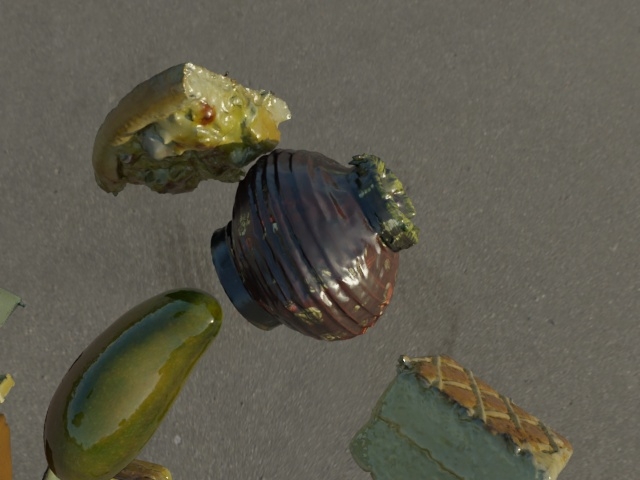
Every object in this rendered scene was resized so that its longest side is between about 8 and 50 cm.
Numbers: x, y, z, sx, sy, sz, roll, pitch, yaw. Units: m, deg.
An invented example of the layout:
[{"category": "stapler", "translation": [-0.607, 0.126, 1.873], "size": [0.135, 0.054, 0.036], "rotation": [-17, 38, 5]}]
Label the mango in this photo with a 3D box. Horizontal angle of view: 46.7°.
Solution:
[{"category": "mango", "translation": [-0.225, 0.165, 0.877], "size": [0.129, 0.146, 0.289], "rotation": [40, 91, -5]}]

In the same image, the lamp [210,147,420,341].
[{"category": "lamp", "translation": [0.000, 0.000, 0.871], "size": [0.247, 0.247, 0.246], "rotation": [3, 64, -6]}]

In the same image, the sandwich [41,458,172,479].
[{"category": "sandwich", "translation": [-0.374, 0.445, 1.253], "size": [0.215, 0.065, 0.186], "rotation": [20, 105, -15]}]

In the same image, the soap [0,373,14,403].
[{"category": "soap", "translation": [-0.812, 0.348, 1.628], "size": [0.252, 0.092, 0.037], "rotation": [-12, 108, -2]}]

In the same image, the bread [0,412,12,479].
[{"category": "bread", "translation": [-0.678, 0.514, 1.460], "size": [0.077, 0.361, 0.138], "rotation": [10, 19, 22]}]

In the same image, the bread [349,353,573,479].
[{"category": "bread", "translation": [0.292, 0.437, 1.543], "size": [0.371, 0.390, 0.279], "rotation": [32, 94, 23]}]

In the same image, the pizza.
[{"category": "pizza", "translation": [-0.159, -0.115, 0.912], "size": [0.223, 0.323, 0.089], "rotation": [-2, 76, -31]}]

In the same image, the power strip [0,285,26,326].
[{"category": "power strip", "translation": [-0.752, 0.159, 1.628], "size": [0.061, 0.215, 0.145], "rotation": [34, 79, 12]}]
